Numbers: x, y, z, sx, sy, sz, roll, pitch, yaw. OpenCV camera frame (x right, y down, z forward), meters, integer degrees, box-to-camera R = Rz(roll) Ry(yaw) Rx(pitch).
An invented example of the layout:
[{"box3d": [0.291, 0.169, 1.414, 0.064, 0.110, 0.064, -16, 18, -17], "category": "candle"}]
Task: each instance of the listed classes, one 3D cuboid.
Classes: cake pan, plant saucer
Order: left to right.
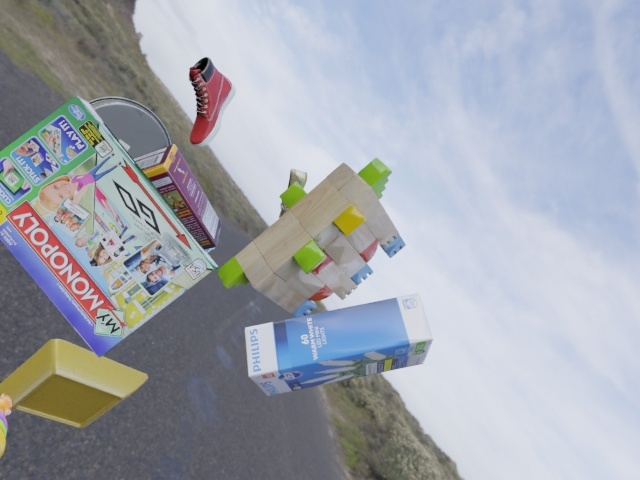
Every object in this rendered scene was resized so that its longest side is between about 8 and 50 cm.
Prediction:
[{"box3d": [-0.791, 0.483, 1.397, 0.333, 0.333, 0.081, 40, 23, -34], "category": "plant saucer"}, {"box3d": [-0.571, -0.259, 1.255, 0.054, 0.293, 0.293, 23, -29, 57], "category": "cake pan"}]

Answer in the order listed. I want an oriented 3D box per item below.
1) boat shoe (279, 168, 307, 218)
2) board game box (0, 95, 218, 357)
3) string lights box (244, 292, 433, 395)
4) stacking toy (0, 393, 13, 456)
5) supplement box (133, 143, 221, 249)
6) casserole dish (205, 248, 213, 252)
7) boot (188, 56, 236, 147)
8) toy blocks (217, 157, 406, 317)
[{"box3d": [-0.083, -0.119, 1.166, 0.048, 0.153, 0.056, 17, 31, -19], "category": "boat shoe"}, {"box3d": [-0.336, -0.018, 0.651, 0.317, 0.213, 0.046, 52, -3, -4], "category": "board game box"}, {"box3d": [0.028, 0.162, 0.672, 0.133, 0.259, 0.077, 78, 0, -59], "category": "string lights box"}, {"box3d": [-0.726, 0.412, 0.921, 0.165, 0.175, 0.302, 15, 7, -18], "category": "stacking toy"}, {"box3d": [-0.273, -0.066, 0.807, 0.081, 0.104, 0.188, -93, 164, -50], "category": "supplement box"}, {"box3d": [-0.403, -0.018, 1.306, 0.188, 0.037, 0.114, 31, 30, -22], "category": "casserole dish"}, {"box3d": [-0.368, -0.422, 1.339, 0.088, 0.244, 0.176, 19, -8, 23], "category": "boot"}, {"box3d": [0.016, 0.026, 0.934, 0.191, 0.381, 0.261, 51, 2, 38], "category": "toy blocks"}]
